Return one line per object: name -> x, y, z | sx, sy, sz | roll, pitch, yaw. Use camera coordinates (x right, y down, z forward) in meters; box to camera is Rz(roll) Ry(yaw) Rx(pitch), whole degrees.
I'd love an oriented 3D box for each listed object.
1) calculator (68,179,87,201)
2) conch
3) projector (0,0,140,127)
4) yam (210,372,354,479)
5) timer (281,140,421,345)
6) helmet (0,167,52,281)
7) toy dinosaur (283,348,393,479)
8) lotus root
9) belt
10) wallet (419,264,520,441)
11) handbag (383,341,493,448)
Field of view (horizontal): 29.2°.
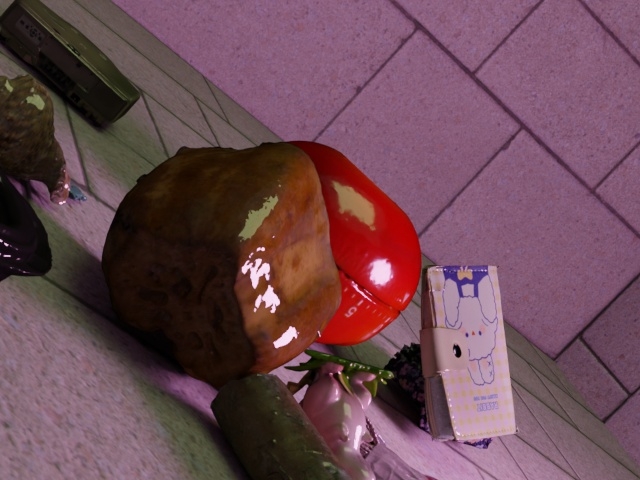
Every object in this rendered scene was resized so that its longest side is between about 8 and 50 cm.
calculator -> -0.391, -0.104, 1.753 | 0.141, 0.019, 0.094 | 43, 7, 2
conch -> -0.381, -0.142, 1.625 | 0.207, 0.130, 0.155 | 57, 32, -35
projector -> -0.455, -0.325, 2.237 | 0.269, 0.088, 0.193 | 43, 8, -8
yam -> -0.024, 0.265, 1.402 | 0.106, 0.106, 0.259 | 32, 15, -50
timer -> 0.000, 0.000, 2.132 | 0.378, 0.279, 0.378 | 42, 7, -6
helmet -> -0.381, -0.037, 1.088 | 0.279, 0.160, 0.230 | 51, 2, -33
toy dinosaur -> 0.025, 0.245, 1.630 | 0.194, 0.177, 0.152 | 14, -5, 37
lotus root -> -0.144, 0.045, 1.533 | 0.316, 0.316, 0.250 | 43, 23, -2
belt -> 0.106, 0.333, 1.757 | 0.232, 0.071, 0.053 | 43, 2, -20
wallet -> 0.257, 0.195, 2.163 | 0.223, 0.077, 0.309 | 3, 77, -45
handbag -> 0.236, 0.283, 2.312 | 0.229, 0.127, 0.208 | 22, 24, -39
